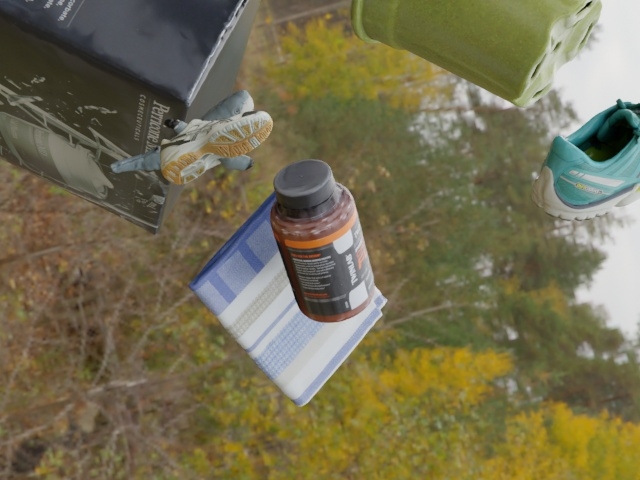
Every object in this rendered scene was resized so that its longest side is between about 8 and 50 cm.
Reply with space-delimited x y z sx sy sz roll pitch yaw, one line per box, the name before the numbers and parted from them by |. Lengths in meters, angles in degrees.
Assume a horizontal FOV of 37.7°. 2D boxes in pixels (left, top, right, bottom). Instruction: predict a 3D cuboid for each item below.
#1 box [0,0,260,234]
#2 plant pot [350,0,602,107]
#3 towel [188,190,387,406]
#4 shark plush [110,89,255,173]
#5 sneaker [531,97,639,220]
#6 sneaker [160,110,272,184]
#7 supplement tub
box | -0.361 -0.300 1.329 0.480 0.471 0.297 125 -11 -67
plant pot | 0.225 -0.320 1.257 0.254 0.276 0.276 39 -8 17
towel | -0.035 0.076 1.286 0.034 0.209 0.285 21 -25 50
shark plush | -0.143 -0.109 0.991 0.073 0.161 0.067 -91 165 -44
sneaker | 0.365 -0.109 1.069 0.107 0.275 0.110 48 -29 38
sneaker | -0.074 -0.072 0.636 0.032 0.083 0.037 57 11 -52
supplement tub | 0.000 0.000 1.138 0.106 0.106 0.198 -101 176 -50
